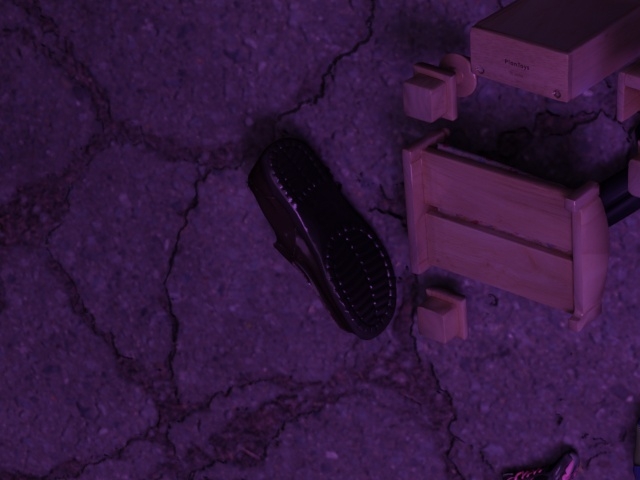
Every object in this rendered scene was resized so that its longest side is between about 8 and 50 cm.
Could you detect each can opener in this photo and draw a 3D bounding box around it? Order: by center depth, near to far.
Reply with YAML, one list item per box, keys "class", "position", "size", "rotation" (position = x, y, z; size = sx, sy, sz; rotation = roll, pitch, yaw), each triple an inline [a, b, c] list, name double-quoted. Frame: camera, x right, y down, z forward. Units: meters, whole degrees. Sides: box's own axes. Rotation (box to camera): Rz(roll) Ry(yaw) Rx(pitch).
- class: "can opener"
  position: [0.298, -0.055, 1.697]
  size: [0.059, 0.073, 0.186]
  rotation: [29, 123, -31]

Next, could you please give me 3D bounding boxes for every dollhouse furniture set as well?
- class: "dollhouse furniture set"
  position: [0.247, -0.049, 1.667]
  size: [0.303, 0.174, 0.355]
  rotation: [21, 130, 37]

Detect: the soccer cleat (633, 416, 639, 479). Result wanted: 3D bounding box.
- class: "soccer cleat"
  position: [0.431, 0.186, 1.693]
  size: [0.289, 0.093, 0.121]
  rotation: [-14, 88, 20]

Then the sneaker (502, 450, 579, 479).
- class: "sneaker"
  position: [0.209, 0.247, 1.815]
  size: [0.057, 0.047, 0.119]
  rotation: [45, 113, 15]

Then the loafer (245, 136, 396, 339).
- class: "loafer"
  position: [0.000, 0.000, 1.808]
  size: [0.078, 0.080, 0.220]
  rotation: [-20, 100, 56]
